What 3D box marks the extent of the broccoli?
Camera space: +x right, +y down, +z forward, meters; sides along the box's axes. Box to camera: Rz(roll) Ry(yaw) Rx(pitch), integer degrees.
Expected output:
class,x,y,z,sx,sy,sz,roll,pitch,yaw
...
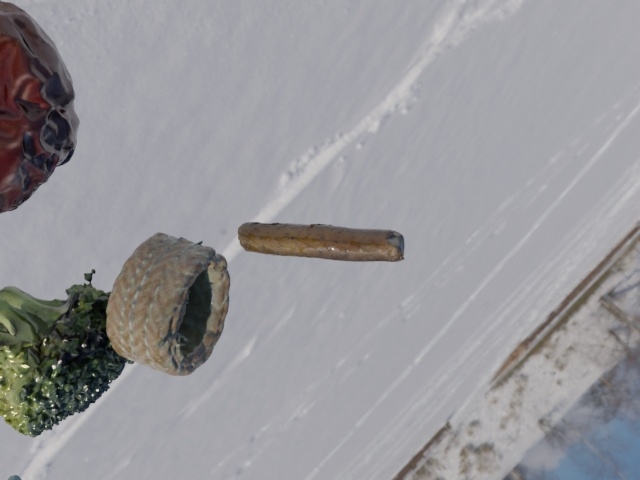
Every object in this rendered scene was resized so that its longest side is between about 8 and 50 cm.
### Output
class,x,y,z,sx,sy,sz,roll,pitch,yaw
broccoli,-0.516,0.197,1.381,0.293,0.281,0.348,-48,-179,-39

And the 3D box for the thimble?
class,x,y,z,sx,sy,sz,roll,pitch,yaw
thimble,-0.261,0.116,1.270,0.229,0.148,0.196,-67,155,-19

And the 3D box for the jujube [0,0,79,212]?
class,x,y,z,sx,sy,sz,roll,pitch,yaw
jujube,-0.352,-0.115,0.691,0.216,0.216,0.342,-40,-166,-21

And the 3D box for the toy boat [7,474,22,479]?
class,x,y,z,sx,sy,sz,roll,pitch,yaw
toy boat,-0.449,0.522,1.239,0.100,0.199,0.290,-15,129,18

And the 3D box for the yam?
class,x,y,z,sx,sy,sz,roll,pitch,yaw
yam,0.000,0.000,0.996,0.057,0.241,0.057,5,90,-69
